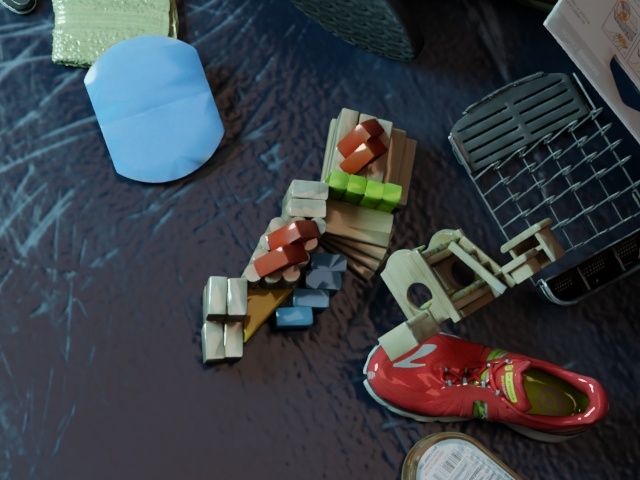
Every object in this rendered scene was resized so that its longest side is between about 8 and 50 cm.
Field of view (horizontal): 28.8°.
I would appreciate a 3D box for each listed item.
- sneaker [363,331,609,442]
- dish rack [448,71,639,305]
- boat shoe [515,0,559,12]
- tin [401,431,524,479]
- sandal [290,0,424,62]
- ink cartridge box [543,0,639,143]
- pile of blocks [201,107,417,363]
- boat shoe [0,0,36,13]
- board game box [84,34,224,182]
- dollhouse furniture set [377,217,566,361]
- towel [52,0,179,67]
[{"bbox_3d":[0.189,0.154,1.389,0.279,0.118,0.107,10,74,-8],"label":"sneaker"},{"bbox_3d":[0.289,-0.072,1.486,0.208,0.074,0.271,-27,82,-16],"label":"dish rack"},{"bbox_3d":[0.209,-0.356,1.524,0.307,0.104,0.110,5,76,-8],"label":"boat shoe"},{"bbox_3d":[0.177,0.295,1.397,0.190,0.040,0.106,40,77,1],"label":"tin"},{"bbox_3d":[-0.042,-0.377,1.451,0.446,0.167,0.107,38,77,2],"label":"sandal"},{"bbox_3d":[0.388,-0.245,1.482,0.296,0.066,0.261,45,69,-25],"label":"ink cartridge box"},{"bbox_3d":[0.000,0.000,1.396,0.149,0.112,0.362,36,74,0],"label":"pile of blocks"},{"bbox_3d":[-0.371,-0.325,1.448,0.049,0.042,0.133,-24,83,-17],"label":"boat shoe"},{"bbox_3d":[-0.191,-0.151,1.439,0.133,0.033,0.168,-20,94,-9],"label":"board game box"},{"bbox_3d":[0.150,0.027,1.351,0.182,0.161,0.101,-22,78,-55],"label":"dollhouse furniture set"},{"bbox_3d":[-0.240,-0.251,1.460,0.148,0.027,0.110,0,77,-11],"label":"towel"}]
